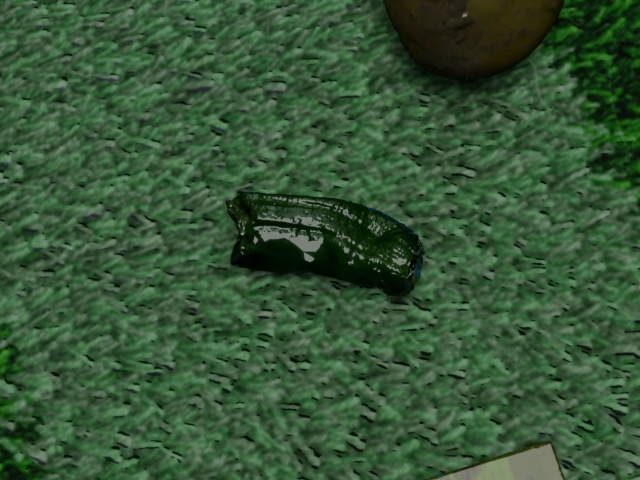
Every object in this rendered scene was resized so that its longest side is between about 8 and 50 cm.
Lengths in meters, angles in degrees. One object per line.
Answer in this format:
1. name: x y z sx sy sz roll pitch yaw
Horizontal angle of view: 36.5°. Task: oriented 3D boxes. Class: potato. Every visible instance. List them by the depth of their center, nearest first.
1. potato: 0.164 -0.307 1.042 0.229 0.229 0.265 -3 85 3

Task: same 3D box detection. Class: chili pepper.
1. chili pepper: 0.000 0.000 1.046 0.224 0.061 0.098 13 83 8

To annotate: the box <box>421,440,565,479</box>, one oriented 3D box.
1. box: 0.161 0.289 0.980 0.193 0.030 0.121 -17 76 0
